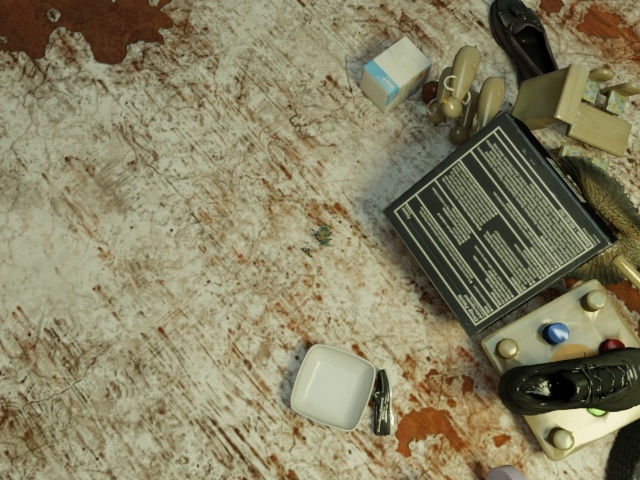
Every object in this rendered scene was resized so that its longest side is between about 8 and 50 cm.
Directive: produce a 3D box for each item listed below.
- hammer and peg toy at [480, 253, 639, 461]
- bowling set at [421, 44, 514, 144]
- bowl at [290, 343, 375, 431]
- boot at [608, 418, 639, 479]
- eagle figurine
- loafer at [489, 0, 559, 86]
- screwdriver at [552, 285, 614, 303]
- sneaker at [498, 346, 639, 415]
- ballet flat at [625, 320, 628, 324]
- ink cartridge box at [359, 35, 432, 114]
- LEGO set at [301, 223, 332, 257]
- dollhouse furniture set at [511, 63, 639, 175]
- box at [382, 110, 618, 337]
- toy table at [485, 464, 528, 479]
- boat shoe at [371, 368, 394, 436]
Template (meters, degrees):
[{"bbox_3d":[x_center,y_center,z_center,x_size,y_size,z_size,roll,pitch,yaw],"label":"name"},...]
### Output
[{"bbox_3d":[0.513,0.206,1.204,0.362,0.127,0.265,-30,75,2],"label":"hammer and peg toy"},{"bbox_3d":[0.296,-0.268,1.381,0.287,0.200,0.154,29,74,-36],"label":"bowling set"},{"bbox_3d":[0.023,0.279,1.235,0.142,0.053,0.142,20,74,5],"label":"bowl"},{"bbox_3d":[0.639,0.463,1.176,0.223,0.118,0.338,32,81,1],"label":"boot"},{"bbox_3d":[0.575,-0.022,1.282,0.299,0.225,0.226,14,85,-8],"label":"eagle figurine"},{"bbox_3d":[0.472,-0.443,1.456,0.109,0.095,0.302,-14,73,-6],"label":"loafer"},{"bbox_3d":[0.511,0.108,1.325,0.170,0.025,0.024,17,73,13],"label":"screwdriver"},{"bbox_3d":[0.447,0.238,1.074,0.287,0.130,0.108,-13,74,5],"label":"sneaker"},{"bbox_3d":[0.572,0.208,1.276,0.041,0.041,0.114,18,84,4],"label":"ballet flat"},{"bbox_3d":[0.171,-0.367,1.426,0.143,0.092,0.090,-38,77,-12],"label":"ink cartridge box"},{"bbox_3d":[-0.002,-0.001,1.345,0.083,0.023,0.054,-32,73,3],"label":"LEGO set"},{"bbox_3d":[0.533,-0.243,1.300,0.242,0.161,0.212,18,88,-16],"label":"dollhouse furniture set"},{"bbox_3d":[0.331,-0.029,1.214,0.294,0.183,0.296,-39,75,23],"label":"box"},{"bbox_3d":[0.281,0.527,1.076,0.161,0.252,0.274,-3,59,-19],"label":"toy table"},{"bbox_3d":[0.115,0.307,1.234,0.038,0.046,0.125,-2,80,-7],"label":"boat shoe"}]
